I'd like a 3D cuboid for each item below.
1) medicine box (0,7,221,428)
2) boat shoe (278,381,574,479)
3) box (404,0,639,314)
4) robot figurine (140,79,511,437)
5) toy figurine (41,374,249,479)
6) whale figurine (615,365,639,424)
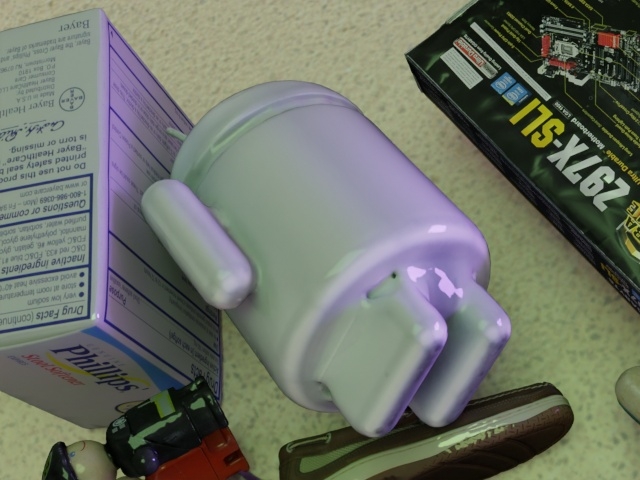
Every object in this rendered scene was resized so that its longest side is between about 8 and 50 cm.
[{"bbox_3d":[-0.203,-0.006,0.935,0.149,0.263,0.289,-10,65,13],"label":"medicine box"},{"bbox_3d":[0.078,0.162,0.883,0.258,0.095,0.095,-22,58,6],"label":"boat shoe"},{"bbox_3d":[0.267,-0.119,0.852,0.257,0.079,0.322,-40,62,1],"label":"box"},{"bbox_3d":[0.000,0.000,0.874,0.353,0.300,0.199,51,122,38],"label":"robot figurine"},{"bbox_3d":[-0.109,0.237,0.837,0.148,0.213,0.209,-28,68,-10],"label":"toy figurine"},{"bbox_3d":[0.342,0.128,0.818,0.216,0.141,0.272,-5,42,14],"label":"whale figurine"}]
